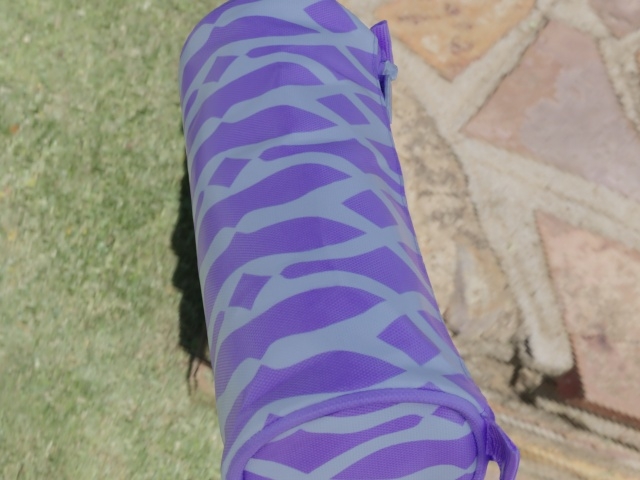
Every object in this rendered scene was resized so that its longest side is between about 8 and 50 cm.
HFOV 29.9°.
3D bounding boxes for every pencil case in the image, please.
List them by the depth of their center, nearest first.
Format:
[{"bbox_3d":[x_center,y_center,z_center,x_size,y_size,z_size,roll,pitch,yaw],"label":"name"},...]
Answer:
[{"bbox_3d":[0.000,0.000,0.413,0.088,0.086,0.206,-5,50,-6],"label":"pencil case"}]
